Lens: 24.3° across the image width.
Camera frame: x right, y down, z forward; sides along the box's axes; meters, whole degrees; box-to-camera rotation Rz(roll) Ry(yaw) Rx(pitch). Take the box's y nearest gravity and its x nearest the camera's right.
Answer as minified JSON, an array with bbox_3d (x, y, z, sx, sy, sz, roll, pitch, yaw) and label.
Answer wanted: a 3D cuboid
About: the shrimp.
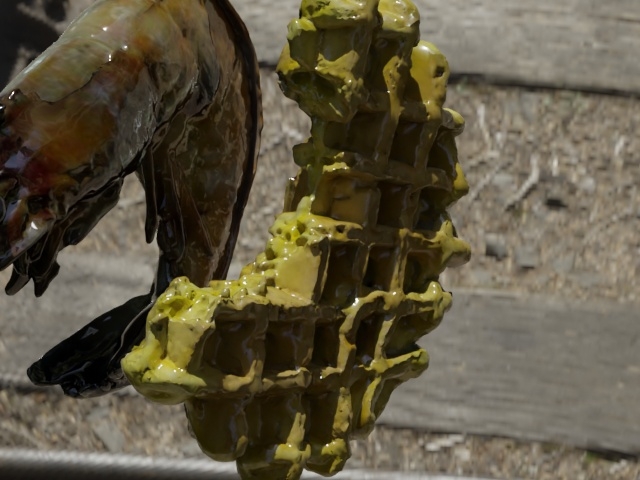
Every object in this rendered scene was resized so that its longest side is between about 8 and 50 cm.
[{"bbox_3d":[-0.105,-0.008,0.691,0.075,0.178,0.289,-2,32,24],"label":"shrimp"}]

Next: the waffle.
[{"bbox_3d":[-0.002,-0.001,0.584,0.051,0.149,0.194,8,55,43],"label":"waffle"}]
